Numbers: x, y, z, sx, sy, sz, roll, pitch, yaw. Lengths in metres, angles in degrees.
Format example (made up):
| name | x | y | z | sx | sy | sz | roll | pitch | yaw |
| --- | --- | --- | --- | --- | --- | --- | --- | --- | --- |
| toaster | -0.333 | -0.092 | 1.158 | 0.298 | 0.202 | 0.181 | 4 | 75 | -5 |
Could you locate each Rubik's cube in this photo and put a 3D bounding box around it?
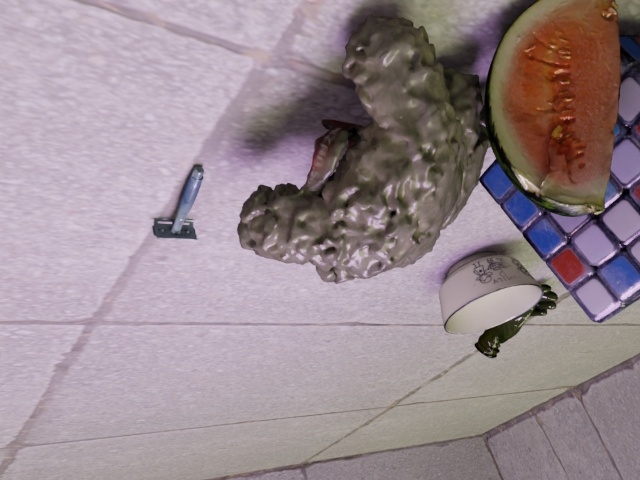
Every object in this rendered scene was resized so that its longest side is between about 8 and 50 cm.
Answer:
| name | x | y | z | sx | sy | sz | roll | pitch | yaw |
| --- | --- | --- | --- | --- | --- | --- | --- | --- | --- |
| Rubik's cube | 0.472 | -0.098 | 0.884 | 0.292 | 0.293 | 0.287 | -14 | 152 | -35 |

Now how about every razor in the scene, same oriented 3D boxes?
| name | x | y | z | sx | sy | sz | roll | pitch | yaw |
| --- | --- | --- | --- | --- | --- | --- | --- | --- | --- |
| razor | -0.195 | -0.056 | 0.883 | 0.068 | 0.040 | 0.135 | 1 | 138 | -33 |

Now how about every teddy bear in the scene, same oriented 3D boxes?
| name | x | y | z | sx | sy | sz | roll | pitch | yaw |
| --- | --- | --- | --- | --- | --- | --- | --- | --- | --- |
| teddy bear | 0.107 | -0.092 | 0.850 | 0.357 | 0.224 | 0.368 | -56 | 162 | 20 |

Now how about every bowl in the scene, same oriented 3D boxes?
| name | x | y | z | sx | sy | sz | roll | pitch | yaw |
| --- | --- | --- | --- | --- | --- | --- | --- | --- | --- |
| bowl | 0.372 | 0.111 | 1.390 | 0.238 | 0.126 | 0.237 | -15 | 150 | -9 |

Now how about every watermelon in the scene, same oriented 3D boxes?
| name | x | y | z | sx | sy | sz | roll | pitch | yaw |
| --- | --- | --- | --- | --- | --- | --- | --- | --- | --- |
| watermelon | 0.265 | -0.183 | 0.760 | 0.128 | 0.303 | 0.159 | 13 | 170 | -28 |

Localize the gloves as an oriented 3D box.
| name | x | y | z | sx | sy | sz | roll | pitch | yaw |
| --- | --- | --- | --- | --- | --- | --- | --- | --- | --- |
| gloves | 0.531 | 0.214 | 1.671 | 0.268 | 0.107 | 0.135 | -45 | 174 | 20 |
